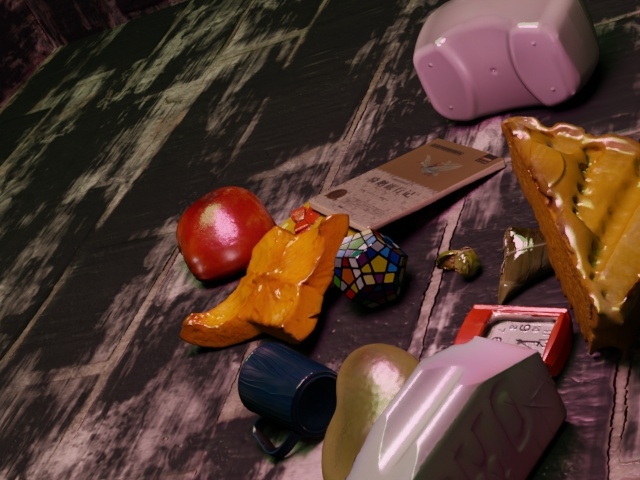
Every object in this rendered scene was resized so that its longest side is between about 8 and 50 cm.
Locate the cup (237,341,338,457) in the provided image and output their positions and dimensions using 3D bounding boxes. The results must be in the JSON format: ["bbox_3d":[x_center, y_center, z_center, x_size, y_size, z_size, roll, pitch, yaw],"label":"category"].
[{"bbox_3d":[-0.042,0.245,1.651,0.113,0.150,0.138,-7,15,-36],"label":"cup"}]

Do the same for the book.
[{"bbox_3d":[0.158,-0.106,2.019,0.310,0.021,0.217,-27,26,-21],"label":"book"}]

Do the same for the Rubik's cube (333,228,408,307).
[{"bbox_3d":[0.083,0.047,1.818,0.112,0.133,0.133,-53,26,14],"label":"Rubik's cube"}]

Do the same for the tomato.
[{"bbox_3d":[-0.198,-0.031,2.166,0.200,0.139,0.233,-28,28,-11],"label":"tomato"}]

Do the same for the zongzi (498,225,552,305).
[{"bbox_3d":[0.354,0.046,1.671,0.154,0.062,0.130,5,67,17],"label":"zongzi"}]

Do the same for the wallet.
[{"bbox_3d":[0.000,0.000,2.016,0.141,0.067,0.241,-37,30,-10],"label":"wallet"}]

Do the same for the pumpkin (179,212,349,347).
[{"bbox_3d":[-0.087,0.077,1.910,0.290,0.095,0.258,-5,53,46],"label":"pumpkin"}]

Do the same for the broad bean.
[{"bbox_3d":[0.093,0.267,1.487,0.189,0.121,0.263,-11,49,22],"label":"broad bean"}]

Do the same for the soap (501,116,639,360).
[{"bbox_3d":[0.340,-0.011,1.551,0.304,0.169,0.338,16,50,27],"label":"soap"}]

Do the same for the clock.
[{"bbox_3d":[0.276,0.149,1.546,0.155,0.061,0.113,-1,40,36],"label":"clock"}]

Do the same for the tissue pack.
[{"bbox_3d":[0.367,-0.383,2.117,0.333,0.229,0.236,-6,39,36],"label":"tissue pack"}]

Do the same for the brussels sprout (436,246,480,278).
[{"bbox_3d":[0.227,0.033,1.780,0.051,0.046,0.083,-35,28,-22],"label":"brussels sprout"}]

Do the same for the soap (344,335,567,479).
[{"bbox_3d":[0.158,0.263,1.329,0.109,0.193,0.324,7,46,48],"label":"soap"}]
